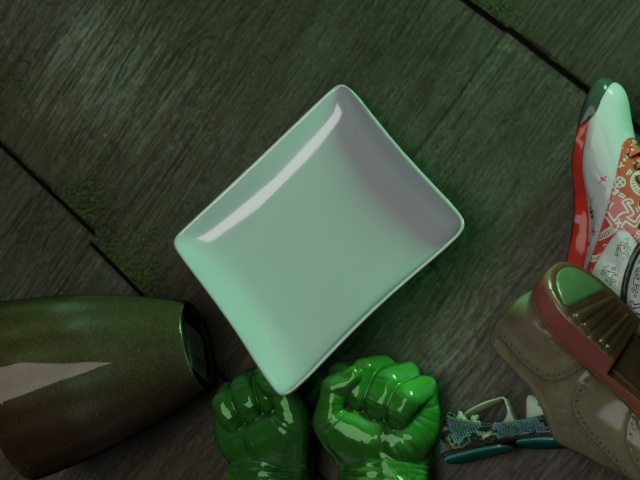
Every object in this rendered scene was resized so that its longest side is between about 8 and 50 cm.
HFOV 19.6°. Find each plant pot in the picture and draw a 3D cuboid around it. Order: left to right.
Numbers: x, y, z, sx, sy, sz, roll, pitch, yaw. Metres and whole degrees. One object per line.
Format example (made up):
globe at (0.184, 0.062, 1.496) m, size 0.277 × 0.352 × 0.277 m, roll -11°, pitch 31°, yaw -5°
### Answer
plant pot at (-0.249, 0.150, 2.158) m, size 0.230 × 0.215 × 0.215 m, roll -14°, pitch 77°, yaw 12°

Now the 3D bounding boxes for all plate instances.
plate at (0.000, 0.000, 2.070) m, size 0.278 × 0.045 × 0.277 m, roll -44°, pitch 51°, yaw 7°

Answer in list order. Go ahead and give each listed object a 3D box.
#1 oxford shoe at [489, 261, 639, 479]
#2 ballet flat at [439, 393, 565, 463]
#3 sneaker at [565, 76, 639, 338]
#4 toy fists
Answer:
oxford shoe at (0.313, 0.185, 1.861) m, size 0.348 × 0.123 × 0.130 m, roll 52°, pitch 127°, yaw 6°
ballet flat at (0.209, 0.194, 1.961) m, size 0.188 × 0.070 × 0.070 m, roll -10°, pitch 79°, yaw 26°
sneaker at (0.334, -0.029, 1.904) m, size 0.145 × 0.090 × 0.270 m, roll 7°, pitch 91°, yaw 29°
toy fists at (0.002, 0.198, 2.057) m, size 0.279 × 0.096 × 0.142 m, roll -5°, pitch 80°, yaw 30°
